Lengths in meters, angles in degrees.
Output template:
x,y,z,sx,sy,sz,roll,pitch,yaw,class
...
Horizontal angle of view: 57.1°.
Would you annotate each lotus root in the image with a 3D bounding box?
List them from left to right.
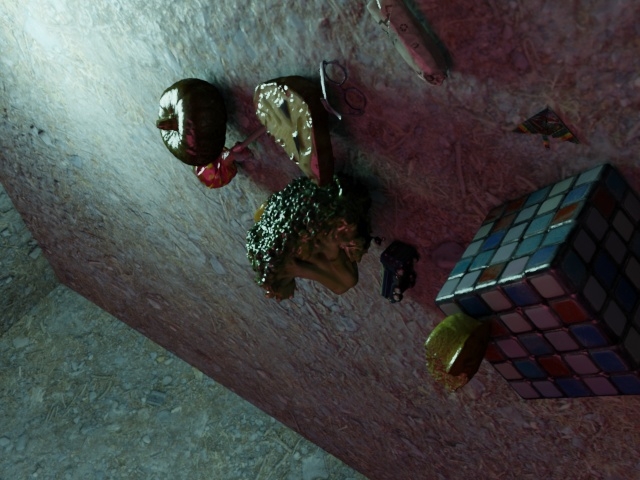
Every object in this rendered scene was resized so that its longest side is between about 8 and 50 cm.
x,y,z,sx,sy,sz,roll,pitch,yaw,class
-0.048,-0.261,1.277,0.261,0.074,0.170,49,141,26,lotus root

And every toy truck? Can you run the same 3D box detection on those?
x,y,z,sx,sy,sz,roll,pitch,yaw,class
0.198,0.087,1.530,0.088,0.074,0.202,34,149,26,toy truck

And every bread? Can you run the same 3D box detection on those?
x,y,z,sx,sy,sz,roll,pitch,yaw,class
-0.134,-0.061,1.667,0.106,0.082,0.125,37,151,-8,bread
0.241,0.187,1.018,0.086,0.125,0.156,31,163,29,bread

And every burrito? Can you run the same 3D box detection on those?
x,y,z,sx,sy,sz,roll,pitch,yaw,class
0.156,-0.357,1.033,0.203,0.064,0.064,49,147,-13,burrito

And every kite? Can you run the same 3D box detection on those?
x,y,z,sx,sy,sz,roll,pitch,yaw,class
0.395,-0.196,1.035,0.122,0.004,0.090,15,140,34,kite

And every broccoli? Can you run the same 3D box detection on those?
x,y,z,sx,sy,sz,roll,pitch,yaw,class
-0.001,0.008,1.381,0.293,0.348,0.281,6,146,49,broccoli

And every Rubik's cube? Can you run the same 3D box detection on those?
x,y,z,sx,sy,sz,roll,pitch,yaw,class
0.441,0.087,1.068,0.293,0.292,0.287,45,148,-11,Rubik's cube

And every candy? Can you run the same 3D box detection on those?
x,y,z,sx,sy,sz,roll,pitch,yaw,class
-0.212,-0.241,1.532,0.365,0.124,0.124,-27,110,44,candy

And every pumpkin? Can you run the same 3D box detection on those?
x,y,z,sx,sy,sz,roll,pitch,yaw,class
-0.333,-0.301,1.475,0.219,0.162,0.219,19,115,51,pumpkin

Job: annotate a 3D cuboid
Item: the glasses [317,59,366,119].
x,y,z,sx,sy,sz,roll,pitch,yaw,class
0.027,-0.289,1.205,0.062,0.104,0.140,-14,123,50,glasses
